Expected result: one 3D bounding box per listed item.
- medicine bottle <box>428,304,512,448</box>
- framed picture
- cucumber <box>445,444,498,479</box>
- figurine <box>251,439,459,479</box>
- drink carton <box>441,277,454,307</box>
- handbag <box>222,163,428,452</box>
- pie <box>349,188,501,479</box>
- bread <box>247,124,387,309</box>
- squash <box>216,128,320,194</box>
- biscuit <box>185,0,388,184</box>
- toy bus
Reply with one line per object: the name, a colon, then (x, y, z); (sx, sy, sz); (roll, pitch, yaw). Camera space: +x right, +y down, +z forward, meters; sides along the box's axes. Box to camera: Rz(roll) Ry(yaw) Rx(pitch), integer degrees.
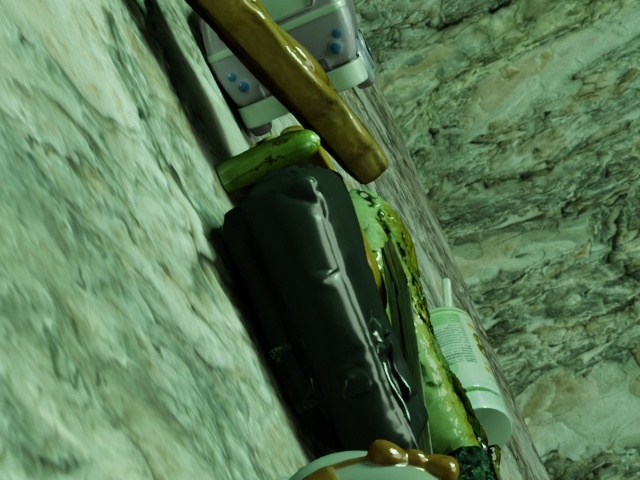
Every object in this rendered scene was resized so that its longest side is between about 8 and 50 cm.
medicine bottle: (0.161, 0.165, 2.178); (0.086, 0.086, 0.183); (59, 8, -39)
framed picture: (0.080, 0.134, 1.632); (0.197, 0.014, 0.252); (-102, -177, -77)
cucumber: (0.127, 0.251, 1.706); (0.062, 0.078, 0.211); (32, 14, -16)
figurine: (0.027, 0.161, 0.974); (0.271, 0.143, 0.143); (-94, 158, -67)
drink carton: (0.162, 0.141, 2.324); (0.200, 0.075, 0.084); (68, 6, 31)
handbag: (0.011, 0.061, 1.406); (0.275, 0.088, 0.244); (-26, 93, -87)
pie: (0.100, 0.117, 1.936); (0.296, 0.078, 0.371); (-8, 74, -82)
bread: (0.000, 0.000, 1.613); (0.200, 0.077, 0.116); (64, -1, -12)
squash: (-0.039, -0.065, 1.463); (0.027, 0.083, 0.027); (63, 6, -12)
biscuit: (-0.051, -0.162, 1.500); (0.295, 0.044, 0.186); (46, 2, -18)
toy bus: (-0.031, -0.197, 1.767); (0.202, 0.142, 0.142); (-85, 150, -76)
